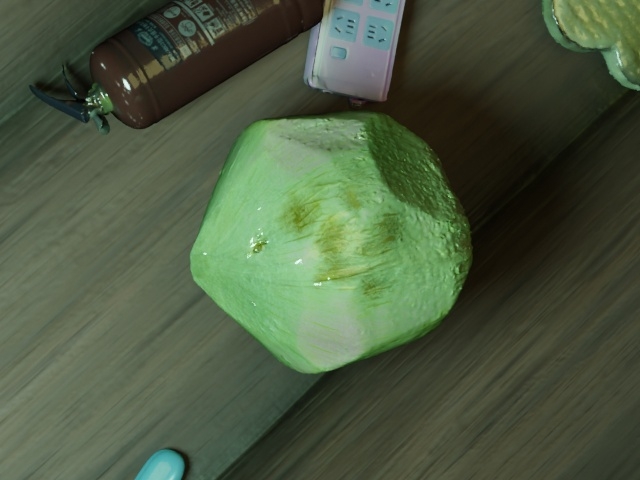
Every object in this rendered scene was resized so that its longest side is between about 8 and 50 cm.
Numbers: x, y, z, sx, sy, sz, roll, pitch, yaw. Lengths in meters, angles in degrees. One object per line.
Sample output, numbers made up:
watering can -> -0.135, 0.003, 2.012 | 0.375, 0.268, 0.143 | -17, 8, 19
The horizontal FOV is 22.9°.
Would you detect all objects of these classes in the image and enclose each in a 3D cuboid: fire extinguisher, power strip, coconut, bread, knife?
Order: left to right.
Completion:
knife -> -0.228, 0.352, 1.902 | 0.064, 0.031, 0.222 | 31, 78, -14
fire extinguisher -> -0.168, -0.228, 1.865 | 0.337, 0.114, 0.135 | -34, 59, -17
coconut -> 0.000, 0.000, 1.840 | 0.328, 0.281, 0.328 | 2, 83, -21
power strip -> 0.051, -0.307, 1.976 | 0.109, 0.037, 0.278 | 10, 88, -21
bread -> 0.394, -0.301, 2.088 | 0.232, 0.064, 0.172 | 25, 83, -21
